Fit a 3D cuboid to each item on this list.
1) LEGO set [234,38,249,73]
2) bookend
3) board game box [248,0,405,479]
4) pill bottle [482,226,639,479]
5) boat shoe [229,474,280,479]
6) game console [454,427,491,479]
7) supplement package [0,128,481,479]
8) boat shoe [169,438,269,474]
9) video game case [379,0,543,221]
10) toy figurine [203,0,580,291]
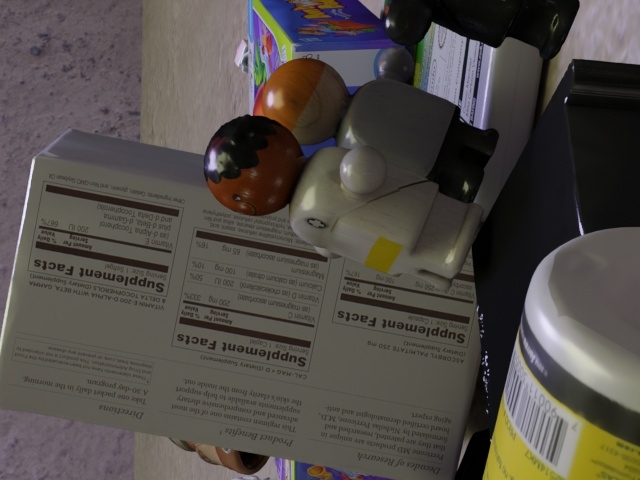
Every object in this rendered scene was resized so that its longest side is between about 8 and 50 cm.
[{"bbox_3d":[-0.080,-0.054,1.621,0.287,0.132,0.107,-60,13,15],"label":"LEGO set"},{"bbox_3d":[0.125,0.032,0.712,0.157,0.072,0.156,110,160,-57],"label":"bookend"},{"bbox_3d":[0.000,0.000,1.237,0.233,0.078,0.347,-119,27,-70],"label":"board game box"},{"bbox_3d":[0.116,0.111,0.621,0.119,0.119,0.209,-106,22,-59],"label":"pill bottle"},{"bbox_3d":[-0.060,0.259,1.539,0.267,0.088,0.096,167,106,-79],"label":"boat shoe"},{"bbox_3d":[0.084,0.278,0.932,0.213,0.044,0.361,-96,15,-46],"label":"game console"},{"bbox_3d":[-0.045,0.034,0.997,0.204,0.261,0.145,-112,34,-82],"label":"supplement package"},{"bbox_3d":[-0.048,0.065,1.523,0.120,0.122,0.324,32,115,40],"label":"boat shoe"},{"bbox_3d":[0.094,-0.212,1.040,0.300,0.036,0.329,-116,31,-68],"label":"video game case"},{"bbox_3d":[0.034,-0.099,0.828,0.213,0.148,0.210,-66,-2,-65],"label":"toy figurine"}]
